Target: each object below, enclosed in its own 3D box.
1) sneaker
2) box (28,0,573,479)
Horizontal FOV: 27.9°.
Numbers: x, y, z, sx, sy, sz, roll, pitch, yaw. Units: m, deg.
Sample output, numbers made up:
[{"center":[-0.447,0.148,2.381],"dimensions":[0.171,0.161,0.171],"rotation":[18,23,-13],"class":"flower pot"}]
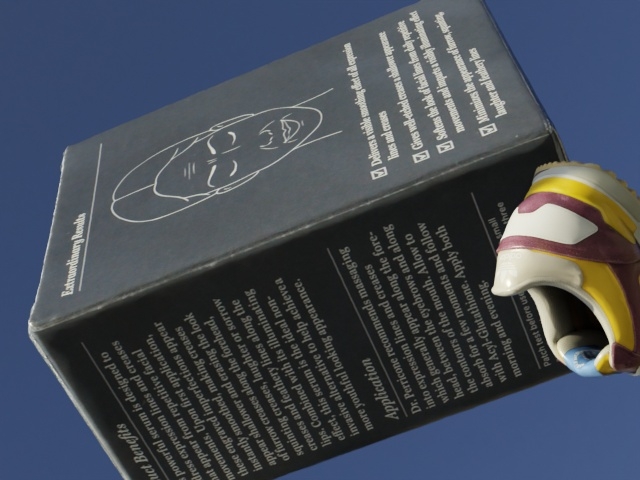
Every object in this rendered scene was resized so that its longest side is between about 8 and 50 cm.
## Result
[{"center":[0.159,0.044,0.642],"dimensions":[0.185,0.069,0.084],"rotation":[37,-112,-17],"class":"sneaker"},{"center":[0.000,0.000,1.042],"dimensions":[0.396,0.293,0.212],"rotation":[-21,-59,8],"class":"box"}]
